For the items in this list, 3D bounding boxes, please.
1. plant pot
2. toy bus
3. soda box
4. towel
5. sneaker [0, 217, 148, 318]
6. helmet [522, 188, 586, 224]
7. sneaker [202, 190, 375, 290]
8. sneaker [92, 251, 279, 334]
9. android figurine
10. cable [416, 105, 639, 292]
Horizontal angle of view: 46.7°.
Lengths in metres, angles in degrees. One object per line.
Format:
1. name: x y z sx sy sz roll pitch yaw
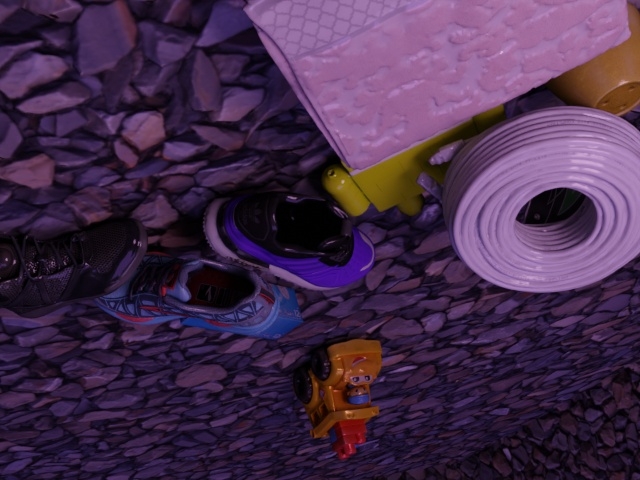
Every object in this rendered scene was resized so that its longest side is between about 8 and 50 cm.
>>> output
1. plant pot: 0.335 -0.200 0.879 0.134 0.095 0.134 -14 152 -8
2. toy bus: 0.053 0.335 1.546 0.149 0.211 0.220 1 145 -27
3. soda box: -0.128 0.104 1.187 0.071 0.067 0.210 -36 147 29
4. towel: 0.123 -0.210 0.697 0.332 0.053 0.317 -24 151 13
5. sneaker: -0.331 0.028 0.921 0.227 0.087 0.130 -20 158 17
6. helmet: 0.354 -0.072 1.044 0.169 0.161 0.169 -13 151 -7
7. sneaker: 0.000 0.001 0.995 0.146 0.102 0.293 -14 160 42
8. sneaker: -0.185 0.052 0.973 0.262 0.104 0.125 5 159 3
9. android figurine: 0.120 -0.116 0.953 0.248 0.056 0.273 -23 153 11
10. cable: 0.280 -0.045 0.904 0.257 0.089 0.257 -29 124 26
